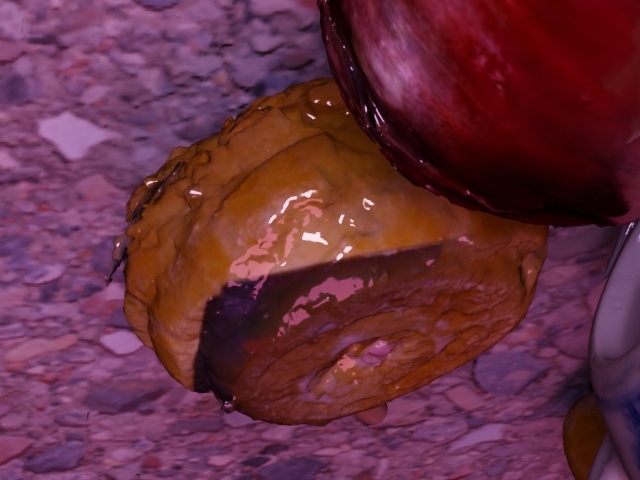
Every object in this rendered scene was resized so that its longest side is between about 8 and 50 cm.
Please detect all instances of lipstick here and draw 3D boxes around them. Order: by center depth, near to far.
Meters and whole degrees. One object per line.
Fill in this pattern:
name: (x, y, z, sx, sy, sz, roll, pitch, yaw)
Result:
lipstick: (0.010, 0.083, 0.946, 0.019, 0.019, 0.094, -24, 146, 19)

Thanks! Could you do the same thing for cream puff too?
cream puff: (0.000, 0.000, 0.719, 0.189, 0.129, 0.189, -16, 151, -9)

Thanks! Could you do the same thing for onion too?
onion: (0.099, -0.124, 0.506, 0.252, 0.219, 0.252, -43, -179, 1)

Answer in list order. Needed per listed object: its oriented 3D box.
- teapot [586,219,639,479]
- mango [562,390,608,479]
teapot: (0.275, 0.068, 0.762, 0.280, 0.252, 0.424, 30, 117, -5)
mango: (0.334, 0.124, 0.960, 0.384, 0.198, 0.221, -5, 154, 13)
